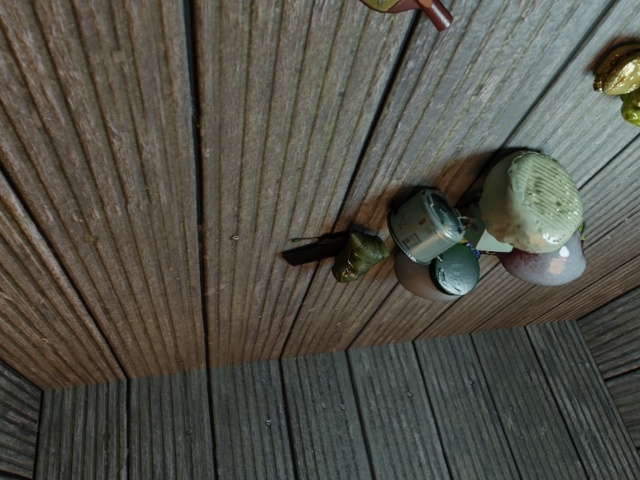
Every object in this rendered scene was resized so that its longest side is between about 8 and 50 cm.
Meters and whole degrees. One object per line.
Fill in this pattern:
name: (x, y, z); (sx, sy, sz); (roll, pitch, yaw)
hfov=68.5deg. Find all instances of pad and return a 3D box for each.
pad: (-0.024, 0.059, 1.941); (0.243, 0.004, 0.163); (-14, 158, 10)

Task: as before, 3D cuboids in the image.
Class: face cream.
face cream: (0.480, 0.133, 1.993); (0.312, 0.219, 0.357); (33, 165, -12)

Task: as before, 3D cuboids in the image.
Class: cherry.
cherry: (0.924, 0.045, 1.943); (0.326, 0.291, 0.335); (35, 128, -15)

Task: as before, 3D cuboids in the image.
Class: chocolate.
chocolate: (0.731, 0.038, 2.121); (0.343, 0.126, 0.148); (-9, 140, -31)

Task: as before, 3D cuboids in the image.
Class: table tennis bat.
table tennis bat: (0.177, -0.532, 0.944); (0.200, 0.038, 0.310); (-30, 144, 32)

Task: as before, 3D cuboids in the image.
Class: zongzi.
zongzi: (0.109, 0.068, 1.863); (0.251, 0.125, 0.274); (-41, 151, 21)

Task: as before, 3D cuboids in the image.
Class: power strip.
power strip: (0.611, -0.052, 1.747); (0.224, 0.140, 0.139); (3, 125, -20)

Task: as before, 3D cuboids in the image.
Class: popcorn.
popcorn: (0.973, -0.419, 1.348); (0.197, 0.156, 0.197); (9, 151, 5)

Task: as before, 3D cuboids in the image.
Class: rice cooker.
rice cooker: (0.369, -0.046, 1.694); (0.280, 0.241, 0.227); (43, 124, -12)

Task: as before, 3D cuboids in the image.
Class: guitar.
guitar: (0.000, 0.000, 1.850); (0.233, 0.025, 0.088); (-3, 155, -17)

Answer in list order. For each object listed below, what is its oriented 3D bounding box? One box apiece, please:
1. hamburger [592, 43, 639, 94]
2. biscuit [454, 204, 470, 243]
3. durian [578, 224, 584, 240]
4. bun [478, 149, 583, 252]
hamburger: (0.827, -0.462, 1.276); (0.147, 0.083, 0.138); (-7, 148, -13)
biscuit: (0.589, -0.060, 1.907); (0.274, 0.091, 0.213); (2, 151, -20)
durian: (1.038, 0.038, 2.150); (0.339, 0.204, 0.256); (-18, 139, 16)
bun: (0.693, -0.121, 1.591); (0.359, 0.360, 0.211); (-2, 157, -19)
